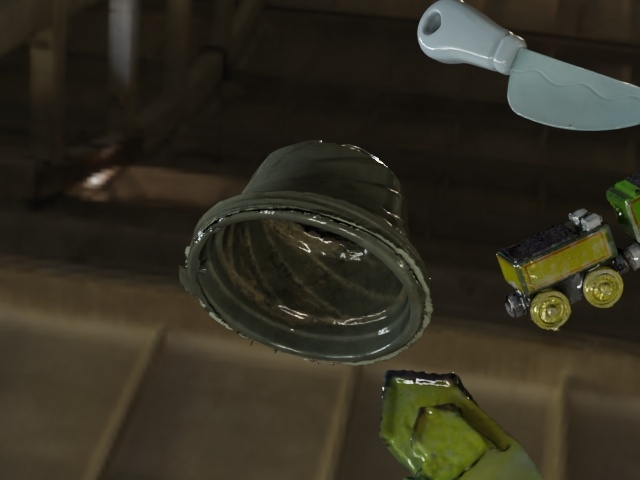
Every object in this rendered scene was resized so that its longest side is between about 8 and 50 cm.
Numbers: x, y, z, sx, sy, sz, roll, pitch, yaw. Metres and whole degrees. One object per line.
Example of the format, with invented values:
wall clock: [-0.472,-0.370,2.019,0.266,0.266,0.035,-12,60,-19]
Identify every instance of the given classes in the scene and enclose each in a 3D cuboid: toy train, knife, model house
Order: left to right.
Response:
model house: [0.136,0.259,1.640,0.170,0.194,0.211,-41,-133,-2]
knife: [0.215,-0.169,1.431,0.044,0.080,0.331,20,-169,-45]
toy train: [0.229,-0.002,1.067,0.202,0.081,0.060,-24,-163,-5]

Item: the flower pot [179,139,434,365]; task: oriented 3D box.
flower pot: [0.000,0.000,1.292,0.235,0.235,0.140,9,-130,9]
